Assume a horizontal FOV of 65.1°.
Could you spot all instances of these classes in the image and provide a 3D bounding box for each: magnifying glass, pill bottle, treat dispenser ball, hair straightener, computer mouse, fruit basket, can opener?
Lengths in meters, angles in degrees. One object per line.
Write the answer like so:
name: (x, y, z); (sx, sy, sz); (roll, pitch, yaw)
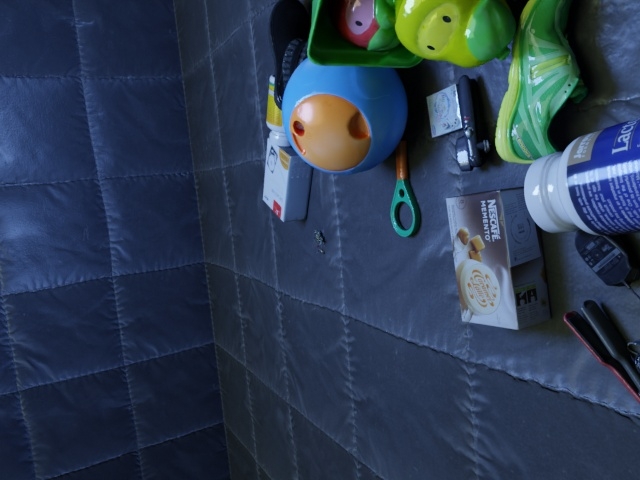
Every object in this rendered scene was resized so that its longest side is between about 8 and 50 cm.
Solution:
magnifying glass: (0.201, -0.124, 1.212); (0.092, 0.026, 0.231); (10, 109, 60)
pill bottle: (0.426, -0.086, 0.679); (0.264, 0.153, 0.153); (-13, 86, 61)
treat dispenser ball: (0.055, -0.295, 1.148); (0.288, 0.288, 0.288); (26, 120, 56)
hair straightener: (0.481, 0.189, 0.771); (0.230, 0.047, 0.089); (63, 147, 29)
computer mouse: (0.481, 0.069, 0.757); (0.242, 0.041, 0.071); (59, 154, 22)
fruit basket: (0.146, -0.428, 0.839); (0.392, 0.282, 0.392); (176, 90, -73)
pill bottle: (-0.111, -0.411, 1.589); (0.117, 0.117, 0.208); (45, 136, 47)
can opener: (0.291, -0.230, 0.974); (0.073, 0.059, 0.186); (-5, 91, 30)

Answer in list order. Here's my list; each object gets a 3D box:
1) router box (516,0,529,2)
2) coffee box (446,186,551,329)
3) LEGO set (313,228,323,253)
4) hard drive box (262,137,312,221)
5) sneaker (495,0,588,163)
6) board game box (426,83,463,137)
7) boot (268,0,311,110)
router box: (0.333, -0.480, 0.851); (0.092, 0.038, 0.122); (50, 140, 43)
coffee box: (0.331, 0.029, 0.940); (0.141, 0.098, 0.247); (-2, 96, 61)
LEGO set: (-0.001, 0.000, 1.618); (0.054, 0.023, 0.083); (46, 149, 49)
hard drive box: (-0.111, -0.207, 1.681); (0.181, 0.089, 0.232); (45, 135, 48)
sneaker: (0.370, -0.270, 0.808); (0.123, 0.109, 0.296); (15, 109, 29)
board game box: (0.265, -0.271, 1.053); (0.090, 0.020, 0.090); (-5, 94, 60)
boot: (-0.043, -0.537, 1.369); (0.260, 0.131, 0.348); (173, 92, -70)
